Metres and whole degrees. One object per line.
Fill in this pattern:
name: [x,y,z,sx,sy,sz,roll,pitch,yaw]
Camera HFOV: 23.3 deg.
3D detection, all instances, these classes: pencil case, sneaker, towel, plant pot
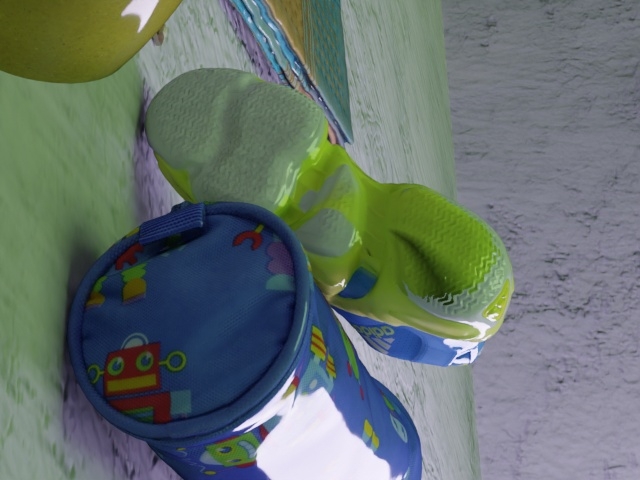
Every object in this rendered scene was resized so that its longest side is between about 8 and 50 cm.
pencil case: [-0.028,0.081,0.825,0.306,0.119,0.133,58,13,-64]
sneaker: [0.000,0.000,0.876,0.091,0.240,0.126,-44,153,-20]
towel: [-0.043,-0.260,1.236,0.370,0.040,0.271,54,29,-64]
plant pot: [-0.103,-0.119,0.617,0.134,0.134,0.095,-79,-176,-60]

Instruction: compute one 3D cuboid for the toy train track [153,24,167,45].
toy train track: [-0.101,-0.153,0.906,0.048,0.014,0.083,-82,162,-55]
